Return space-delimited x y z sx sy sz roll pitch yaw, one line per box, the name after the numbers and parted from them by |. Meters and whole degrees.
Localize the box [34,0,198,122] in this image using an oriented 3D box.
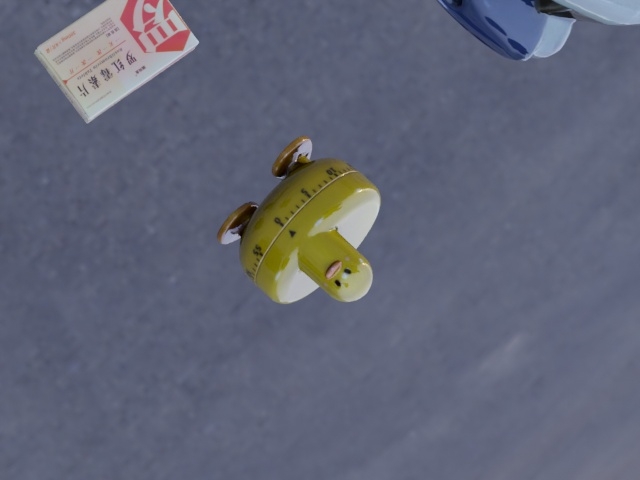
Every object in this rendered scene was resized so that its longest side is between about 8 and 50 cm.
-0.131 -0.125 1.149 0.093 0.058 0.015 -38 -175 -20 | box

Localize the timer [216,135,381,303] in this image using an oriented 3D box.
0.000 0.000 1.193 0.107 0.109 0.107 -43 165 -15 | timer

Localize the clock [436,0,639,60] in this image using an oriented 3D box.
0.050 -0.182 0.662 0.146 0.243 0.200 3 110 -35 | clock
